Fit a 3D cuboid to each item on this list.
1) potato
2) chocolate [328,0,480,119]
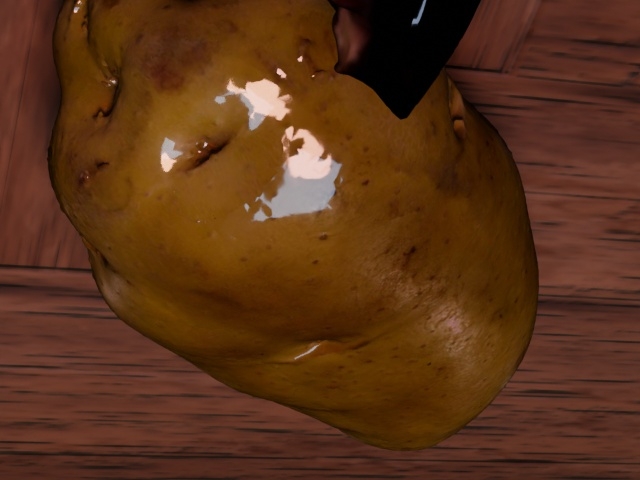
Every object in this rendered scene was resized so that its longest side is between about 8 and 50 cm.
[{"bbox_3d":[0.000,0.000,0.824,0.195,0.176,0.369,-46,139,-6],"label":"potato"},{"bbox_3d":[0.002,-0.188,0.637,0.177,0.224,0.206,25,166,7],"label":"chocolate"}]
